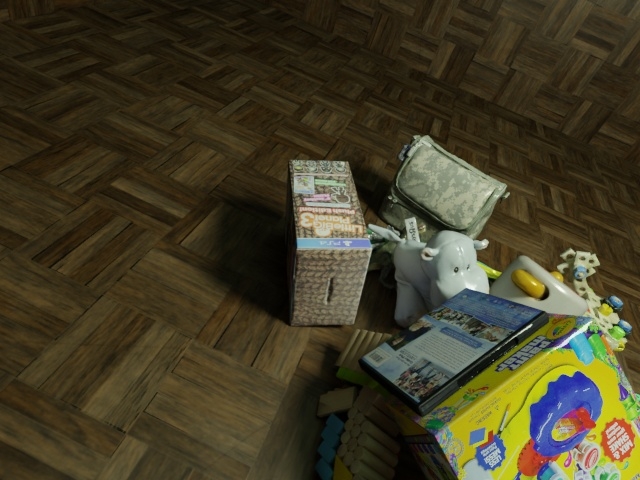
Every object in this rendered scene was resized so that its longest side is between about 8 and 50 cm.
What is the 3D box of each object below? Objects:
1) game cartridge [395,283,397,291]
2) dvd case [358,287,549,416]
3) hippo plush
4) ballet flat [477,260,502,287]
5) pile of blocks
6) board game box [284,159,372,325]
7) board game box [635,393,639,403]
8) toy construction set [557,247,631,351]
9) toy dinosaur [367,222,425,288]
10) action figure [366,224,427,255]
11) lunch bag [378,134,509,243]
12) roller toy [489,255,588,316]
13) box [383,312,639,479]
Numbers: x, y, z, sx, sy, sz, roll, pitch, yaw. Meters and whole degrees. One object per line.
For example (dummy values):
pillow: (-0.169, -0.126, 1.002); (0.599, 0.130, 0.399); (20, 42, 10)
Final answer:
game cartridge: (0.224, 0.142, 1.076); (0.055, 0.017, 0.083); (7, 42, -24)
dvd case: (0.203, 0.162, 0.688); (0.253, 0.022, 0.180); (-29, 16, -17)
hippo plush: (0.283, 0.058, 0.947); (0.234, 0.236, 0.295); (-9, 79, -19)
ballet flat: (0.486, 0.120, 1.186); (0.230, 0.077, 0.077); (20, 61, 1)
pile of blocks: (0.079, 0.328, 0.746); (0.112, 0.148, 0.362); (44, 41, -25)
board game box: (0.000, 0.000, 0.946); (0.141, 0.232, 0.291); (0, 44, -8)
board game box: (0.601, 0.440, 0.839); (0.389, 0.050, 0.390); (18, 36, -14)
toy construction set: (0.710, 0.183, 1.163); (0.215, 0.151, 0.328); (26, 51, 5)
toy dinosaur: (0.171, 0.059, 1.084); (0.268, 0.064, 0.118); (-30, 75, -15)
action figure: (0.190, 0.009, 1.173); (0.232, 0.064, 0.137); (6, 48, -18)
lunch bag: (0.348, -0.130, 1.247); (0.305, 0.256, 0.212); (38, 42, 18)
roller toy: (0.514, 0.132, 1.025); (0.209, 0.146, 0.191); (36, 15, -2)
box: (0.305, 0.301, 0.649); (0.289, 0.177, 0.279); (-30, 92, -15)
